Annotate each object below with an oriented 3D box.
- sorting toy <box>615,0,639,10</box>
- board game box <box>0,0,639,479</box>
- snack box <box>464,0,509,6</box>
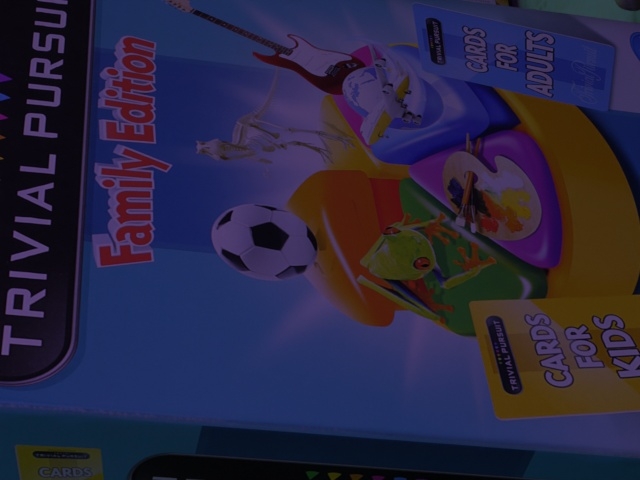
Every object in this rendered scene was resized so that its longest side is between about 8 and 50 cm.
[{"bbox_3d":[0.160,-0.279,0.637,0.307,0.041,0.229,101,169,-51],"label":"sorting toy"},{"bbox_3d":[0.000,0.000,0.595,0.254,0.336,0.079,-97,17,-46],"label":"board game box"},{"bbox_3d":[0.065,-0.129,1.021,0.174,0.070,0.207,107,163,-47],"label":"snack box"}]
